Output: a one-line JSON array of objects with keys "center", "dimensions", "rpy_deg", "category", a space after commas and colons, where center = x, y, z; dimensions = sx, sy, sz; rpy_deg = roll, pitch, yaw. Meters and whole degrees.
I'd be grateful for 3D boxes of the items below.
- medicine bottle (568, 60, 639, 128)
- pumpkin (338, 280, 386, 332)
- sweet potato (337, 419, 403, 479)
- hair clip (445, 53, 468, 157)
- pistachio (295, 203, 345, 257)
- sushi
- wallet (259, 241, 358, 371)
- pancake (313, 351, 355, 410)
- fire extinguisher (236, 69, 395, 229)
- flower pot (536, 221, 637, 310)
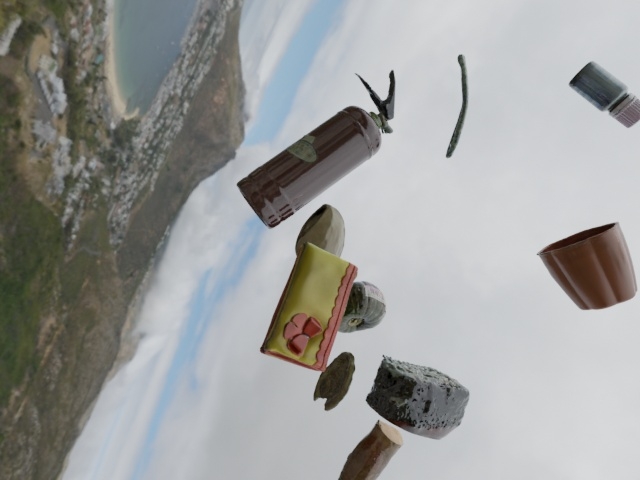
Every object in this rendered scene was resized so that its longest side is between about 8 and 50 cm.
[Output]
[{"center": [0.781, -0.392, 1.139], "dimensions": [0.083, 0.203, 0.083], "rpy_deg": [-39, 165, -12], "category": "medicine bottle"}, {"center": [0.128, 0.251, 1.670], "dimensions": [0.260, 0.261, 0.189], "rpy_deg": [-48, -141, 38], "category": "pumpkin"}, {"center": [0.144, 0.777, 1.443], "dimensions": [0.336, 0.131, 0.131], "rpy_deg": [-50, -160, -7], "category": "sweet potato"}, {"center": [0.314, -0.300, 0.951], "dimensions": [0.066, 0.036, 0.228], "rpy_deg": [-32, 127, -72], "category": "hair clip"}, {"center": [0.000, 0.000, 1.341], "dimensions": [0.138, 0.153, 0.237], "rpy_deg": [-135, -127, -60], "category": "pistachio"}, {"center": [0.213, 0.334, 0.900], "dimensions": [0.136, 0.225, 0.126], "rpy_deg": [20, -97, 61], "category": "sushi"}, {"center": [-0.014, 0.134, 0.857], "dimensions": [0.067, 0.141, 0.241], "rpy_deg": [135, -23, -65], "category": "wallet"}, {"center": [0.051, 0.476, 1.444], "dimensions": [0.211, 0.029, 0.235], "rpy_deg": [-59, -166, -21], "category": "pancake"}, {"center": [0.011, -0.171, 0.737], "dimensions": [0.344, 0.138, 0.102], "rpy_deg": [-37, -162, -7], "category": "fire extinguisher"}, {"center": [0.660, 0.068, 1.020], "dimensions": [0.191, 0.191, 0.173], "rpy_deg": [-35, -103, 53], "category": "flower pot"}]
